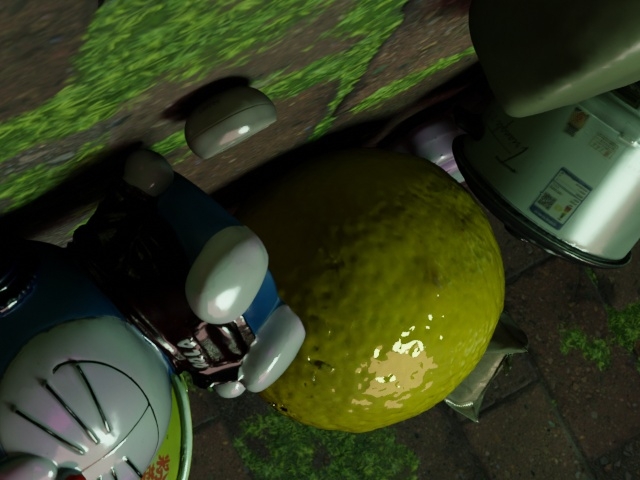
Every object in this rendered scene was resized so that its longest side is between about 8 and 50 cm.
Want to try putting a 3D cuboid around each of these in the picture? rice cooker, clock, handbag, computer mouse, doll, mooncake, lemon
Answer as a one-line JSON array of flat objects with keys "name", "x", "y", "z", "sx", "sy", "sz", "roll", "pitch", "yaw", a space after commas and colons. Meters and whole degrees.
[{"name": "rice cooker", "x": 0.281, "y": -0.094, "z": 1.554, "sx": 0.227, "sy": 0.280, "sz": 0.241, "roll": -57, "pitch": -166, "yaw": 23}, {"name": "clock", "x": 0.188, "y": -0.132, "z": 1.769, "sx": 0.248, "sy": 0.090, "sz": 0.227, "roll": -24, "pitch": 174, "yaw": -27}, {"name": "handbag", "x": 0.161, "y": 0.080, "z": 1.777, "sx": 0.117, "sy": 0.270, "sz": 0.182, "roll": -14, "pitch": 148, "yaw": -33}, {"name": "computer mouse", "x": -0.067, "y": -0.089, "z": 1.015, "sx": 0.066, "sy": 0.039, "sz": 0.096, "roll": -29, "pitch": -177, "yaw": 12}, {"name": "doll", "x": -0.193, "y": 0.088, "z": 1.087, "sx": 0.310, "sy": 0.240, "sz": 0.284, "roll": -41, "pitch": 137, "yaw": -11}, {"name": "mooncake", "x": 0.249, "y": -0.197, "z": 1.121, "sx": 0.275, "sy": 0.135, "sz": 0.275, "roll": -25, "pitch": 176, "yaw": -2}, {"name": "lemon", "x": 0.042, "y": 0.052, "z": 1.536, "sx": 0.336, "sy": 0.336, "sz": 0.336, "roll": -28, "pitch": 176, "yaw": -2}]

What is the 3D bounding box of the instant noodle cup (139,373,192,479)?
[{"name": "instant noodle cup", "x": -0.311, "y": 0.202, "z": 1.413, "sx": 0.311, "sy": 0.311, "sz": 0.221, "roll": -30, "pitch": 166, "yaw": 25}]
